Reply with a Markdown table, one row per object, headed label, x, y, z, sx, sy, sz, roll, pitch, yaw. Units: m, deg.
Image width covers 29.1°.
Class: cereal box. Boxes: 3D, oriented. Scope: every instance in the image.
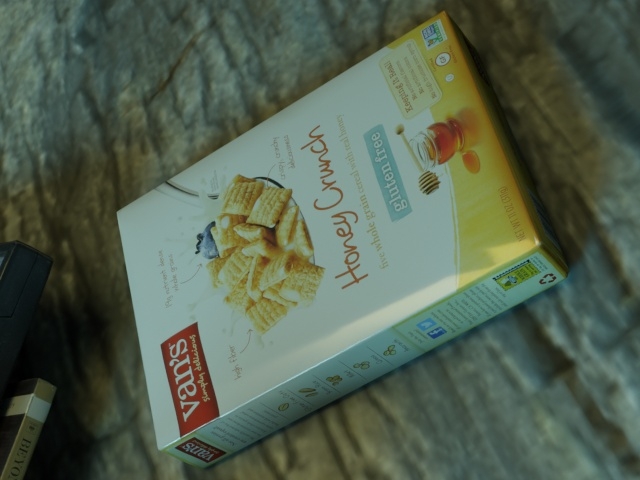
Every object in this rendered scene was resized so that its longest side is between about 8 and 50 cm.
| label | x | y | z | sx | sy | sz | roll | pitch | yaw |
| --- | --- | --- | --- | --- | --- | --- | --- | --- | --- |
| cereal box | 0.000 | 0.000 | 0.689 | 0.240 | 0.047 | 0.173 | -30 | 52 | 18 |

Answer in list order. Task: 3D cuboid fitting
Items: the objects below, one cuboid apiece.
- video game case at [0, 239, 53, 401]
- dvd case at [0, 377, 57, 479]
| label | x | y | z | sx | sy | sz | roll | pitch | yaw |
| --- | --- | --- | --- | --- | --- | --- | --- | --- | --- |
| video game case | -0.287 | 0.136 | 0.775 | 0.248 | 0.035 | 0.275 | -7 | 59 | 49 |
| dvd case | -0.233 | 0.191 | 0.722 | 0.164 | 0.018 | 0.221 | -16 | 51 | 50 |
